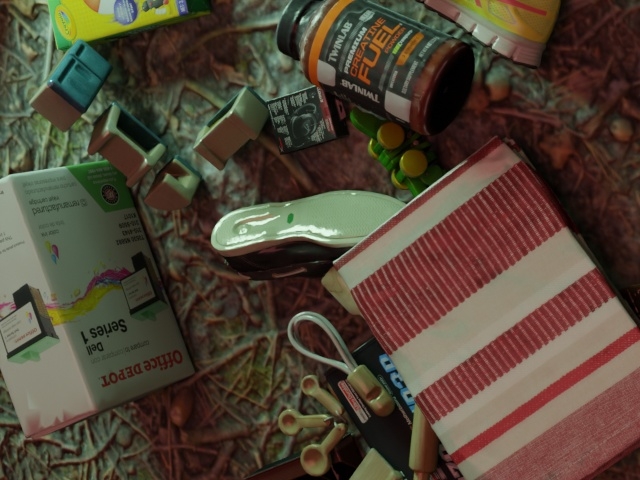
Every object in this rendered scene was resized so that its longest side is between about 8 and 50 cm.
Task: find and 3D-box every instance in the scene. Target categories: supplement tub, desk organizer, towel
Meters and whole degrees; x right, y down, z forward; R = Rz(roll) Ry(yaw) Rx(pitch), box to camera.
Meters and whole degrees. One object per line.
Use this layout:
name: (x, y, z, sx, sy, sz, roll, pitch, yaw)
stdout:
supplement tub: (0.052, -0.189, 1.545, 0.197, 0.106, 0.106, 26, 110, 23)
desk organizer: (-0.015, 0.264, 1.688, 0.130, 0.047, 0.050, -26, 87, 30)
towel: (0.184, 0.091, 1.488, 0.237, 0.037, 0.329, -38, 73, 19)

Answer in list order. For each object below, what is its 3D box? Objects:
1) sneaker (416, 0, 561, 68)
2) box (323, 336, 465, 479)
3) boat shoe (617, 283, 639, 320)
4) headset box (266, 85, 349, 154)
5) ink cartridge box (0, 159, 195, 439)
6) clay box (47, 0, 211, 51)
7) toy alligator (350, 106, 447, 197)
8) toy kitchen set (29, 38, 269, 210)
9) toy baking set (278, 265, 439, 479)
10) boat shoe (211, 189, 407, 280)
sneaker: (0.152, -0.260, 1.501, 0.208, 0.081, 0.094, 35, 106, 13)
box: (0.130, 0.185, 1.591, 0.175, 0.051, 0.220, -37, 79, 29)
boat shoe: (0.304, 0.069, 1.480, 0.135, 0.045, 0.050, -10, 86, 32)
headset box: (-0.011, -0.134, 1.631, 0.083, 0.032, 0.062, -16, 91, 29)
ink cartridge box: (-0.282, 0.062, 1.714, 0.117, 0.201, 0.278, -22, 87, 30)
clay box: (-0.240, -0.297, 1.720, 0.222, 0.053, 0.128, -11, 93, 29)
toy alligator: (0.106, -0.074, 1.570, 0.051, 0.056, 0.190, -38, 84, -16)
toy kitchen set: (-0.182, -0.162, 1.678, 0.207, 0.122, 0.166, 41, 118, -16)
toy baking set: (0.043, 0.165, 1.589, 0.196, 0.030, 0.256, 16, 105, 27)
boat shoe: (0.000, 0.000, 1.634, 0.233, 0.084, 0.079, -7, 133, 23)
